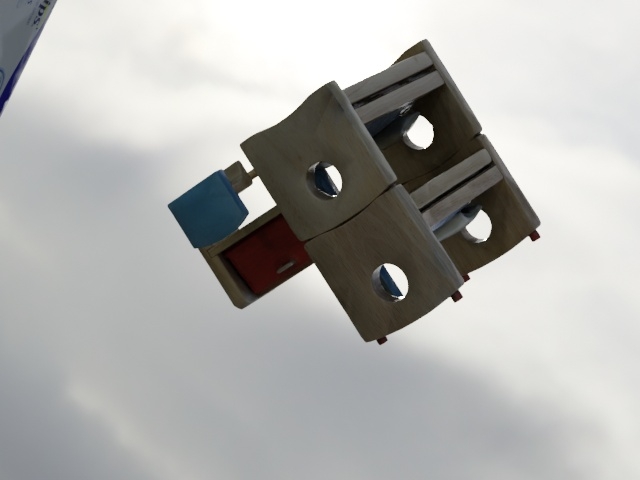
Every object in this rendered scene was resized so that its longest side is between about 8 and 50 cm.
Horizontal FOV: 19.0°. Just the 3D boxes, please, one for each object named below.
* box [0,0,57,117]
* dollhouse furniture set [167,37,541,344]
[{"bbox_3d":[-0.210,-0.139,0.979,0.137,0.126,0.072,32,11,21],"label":"box"},{"bbox_3d":[0.000,0.000,1.058,0.184,0.129,0.129,-33,-91,31],"label":"dollhouse furniture set"}]
